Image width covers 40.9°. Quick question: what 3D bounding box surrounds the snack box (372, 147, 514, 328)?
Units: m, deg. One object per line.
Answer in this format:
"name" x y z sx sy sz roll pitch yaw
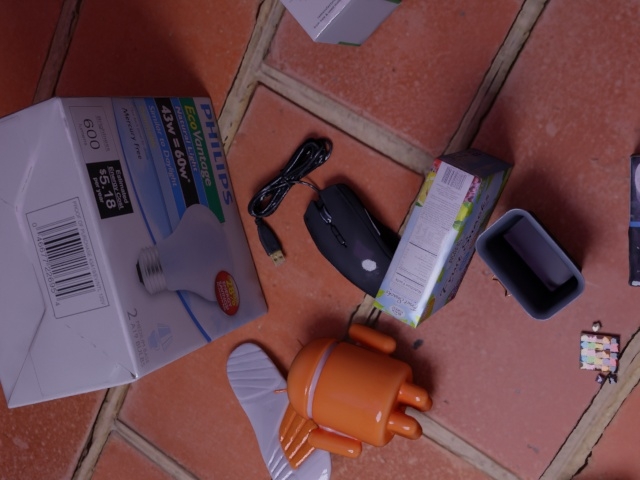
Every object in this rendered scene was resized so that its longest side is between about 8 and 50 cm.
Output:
"snack box" 0.160 -0.008 1.101 0.070 0.174 0.207 27 109 19

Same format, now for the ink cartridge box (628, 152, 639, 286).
"ink cartridge box" 0.532 -0.023 0.993 0.332 0.065 0.166 0 99 23

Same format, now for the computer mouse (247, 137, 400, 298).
"computer mouse" 0.000 0.000 1.238 0.184 0.060 0.262 -38 83 24

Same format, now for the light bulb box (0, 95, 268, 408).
"light bulb box" -0.284 -0.004 1.200 0.225 0.361 0.358 -14 94 24

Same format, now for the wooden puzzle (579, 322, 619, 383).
"wooden puzzle" 0.367 0.148 1.129 0.049 0.006 0.083 4 102 24

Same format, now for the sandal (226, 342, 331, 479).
"sandal" -0.052 0.272 1.312 0.102 0.076 0.265 -36 63 11

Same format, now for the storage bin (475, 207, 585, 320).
"storage bin" 0.272 0.027 1.103 0.098 0.091 0.135 -43 80 24

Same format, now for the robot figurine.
"robot figurine" 0.047 0.211 1.221 0.219 0.128 0.158 17 113 20

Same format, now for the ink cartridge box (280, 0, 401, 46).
"ink cartridge box" -0.016 -0.367 1.123 0.092 0.160 0.219 -43 80 24
